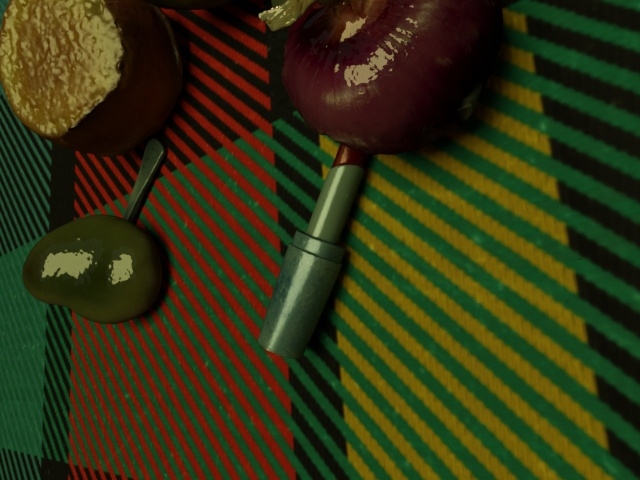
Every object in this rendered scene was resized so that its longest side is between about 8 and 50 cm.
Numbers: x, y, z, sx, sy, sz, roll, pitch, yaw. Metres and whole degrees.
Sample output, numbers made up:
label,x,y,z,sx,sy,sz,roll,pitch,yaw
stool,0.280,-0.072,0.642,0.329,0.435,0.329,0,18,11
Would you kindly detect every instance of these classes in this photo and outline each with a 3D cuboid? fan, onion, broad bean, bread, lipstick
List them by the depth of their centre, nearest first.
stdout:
label,x,y,z,sx,sy,sz,roll,pitch,yaw
onion,0.075,-0.181,0.447,0.200,0.201,0.207,25,67,39
lipstick,0.000,0.000,0.550,0.068,0.061,0.274,23,94,44
bread,-0.395,-0.303,0.803,0.311,0.172,0.313,2,97,14
broad bean,-0.386,0.048,0.827,0.262,0.121,0.189,6,85,16
fan,-0.355,-0.061,0.880,0.057,0.023,0.282,38,107,30

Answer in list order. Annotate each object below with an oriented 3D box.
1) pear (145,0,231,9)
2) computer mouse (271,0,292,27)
label,x,y,z,sx,sy,sz,roll,pitch,yaw
pear,-0.174,-0.440,0.658,0.269,0.212,0.213,-22,70,29
computer mouse,0.065,-0.420,0.499,0.429,0.145,0.228,-41,58,28
